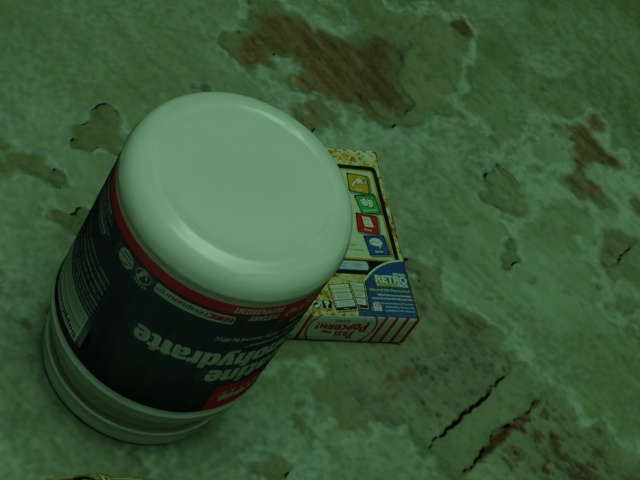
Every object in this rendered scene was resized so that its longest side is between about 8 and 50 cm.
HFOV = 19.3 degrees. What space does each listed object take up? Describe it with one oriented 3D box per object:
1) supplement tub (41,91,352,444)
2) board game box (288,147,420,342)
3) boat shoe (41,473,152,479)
[{"bbox_3d":[-0.107,0.028,1.513,0.191,0.272,0.191,14,51,-18],"label":"supplement tub"},{"bbox_3d":[0.000,0.000,1.745,0.146,0.045,0.193,4,54,-25],"label":"board game box"},{"bbox_3d":[-0.185,0.209,1.490,0.135,0.045,0.050,-8,60,-32],"label":"boat shoe"}]
